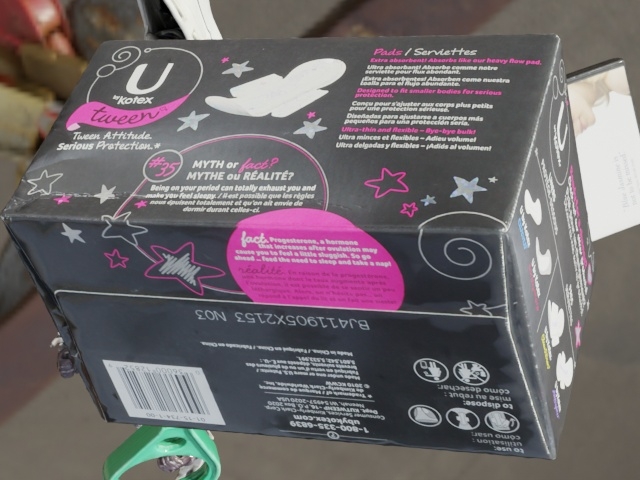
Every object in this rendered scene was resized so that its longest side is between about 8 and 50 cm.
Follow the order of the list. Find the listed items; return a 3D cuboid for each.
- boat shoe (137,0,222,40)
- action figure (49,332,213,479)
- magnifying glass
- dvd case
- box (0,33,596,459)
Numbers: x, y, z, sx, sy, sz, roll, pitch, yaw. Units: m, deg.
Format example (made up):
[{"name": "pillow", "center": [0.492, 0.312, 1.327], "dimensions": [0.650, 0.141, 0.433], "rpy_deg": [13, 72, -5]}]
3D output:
[{"name": "boat shoe", "center": [-0.178, -0.255, 1.918], "dimensions": [0.096, 0.088, 0.267], "rpy_deg": [27, 149, 24]}, {"name": "action figure", "center": [-0.164, 0.133, 1.410], "dimensions": [0.185, 0.099, 0.285], "rpy_deg": [36, 160, -2]}, {"name": "magnifying glass", "center": [-0.112, 0.145, 1.158], "dimensions": [0.092, 0.026, 0.231], "rpy_deg": [-4, 144, -17]}, {"name": "dvd case", "center": [0.227, -0.070, 1.613], "dimensions": [0.253, 0.022, 0.180], "rpy_deg": [-20, 105, -15]}, {"name": "box", "center": [0.000, 0.000, 0.768], "dimensions": [0.247, 0.142, 0.163], "rpy_deg": [2, 136, 21]}]
